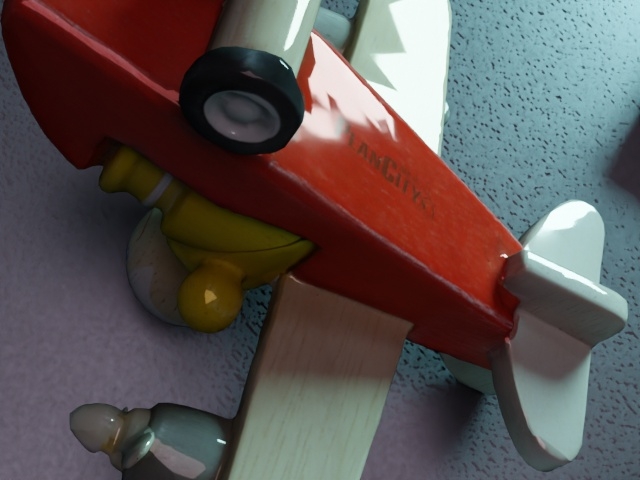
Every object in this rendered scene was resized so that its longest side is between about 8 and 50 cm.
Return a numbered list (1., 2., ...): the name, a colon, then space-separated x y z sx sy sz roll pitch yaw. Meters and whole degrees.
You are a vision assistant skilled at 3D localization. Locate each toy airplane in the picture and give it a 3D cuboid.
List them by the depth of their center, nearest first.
1. toy airplane: 0.000 0.000 0.691 0.386 0.272 0.384 -18 89 -50
